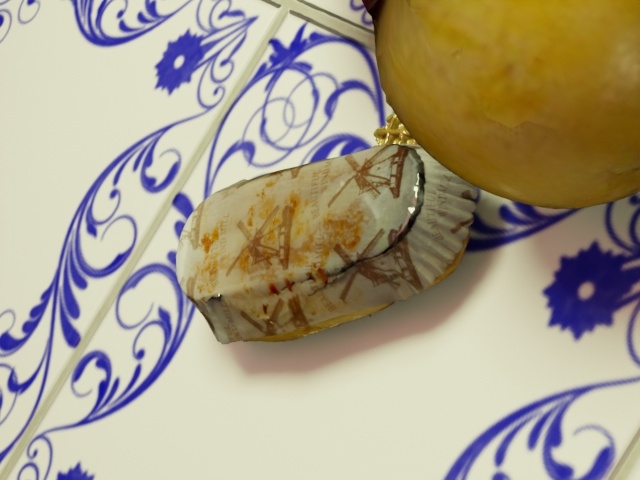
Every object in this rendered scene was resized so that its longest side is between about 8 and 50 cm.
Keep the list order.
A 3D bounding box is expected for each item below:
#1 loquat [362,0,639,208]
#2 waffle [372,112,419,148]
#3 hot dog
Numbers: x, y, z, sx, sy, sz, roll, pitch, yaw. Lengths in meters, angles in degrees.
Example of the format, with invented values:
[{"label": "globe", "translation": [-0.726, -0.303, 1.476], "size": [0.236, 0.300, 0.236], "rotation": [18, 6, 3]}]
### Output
[{"label": "loquat", "translation": [0.138, -0.131, 0.864], "size": [0.235, 0.235, 0.235], "rotation": [-23, 53, 34]}, {"label": "waffle", "translation": [0.061, -0.061, 1.057], "size": [0.078, 0.016, 0.085], "rotation": [-29, 51, 29]}, {"label": "hot dog", "translation": [0.000, 0.000, 1.038], "size": [0.253, 0.069, 0.131], "rotation": [-15, 63, 41]}]
